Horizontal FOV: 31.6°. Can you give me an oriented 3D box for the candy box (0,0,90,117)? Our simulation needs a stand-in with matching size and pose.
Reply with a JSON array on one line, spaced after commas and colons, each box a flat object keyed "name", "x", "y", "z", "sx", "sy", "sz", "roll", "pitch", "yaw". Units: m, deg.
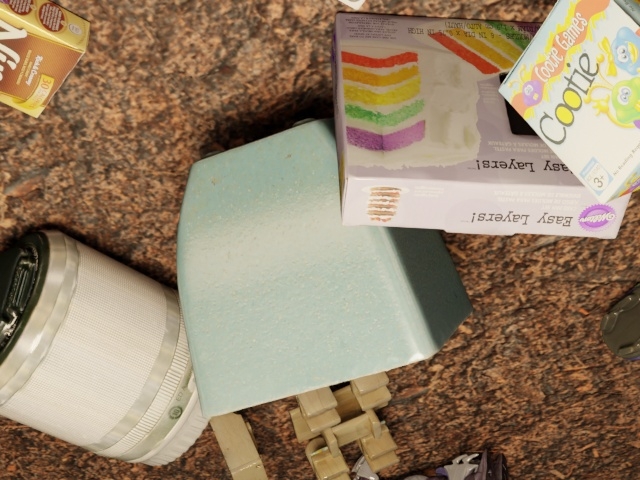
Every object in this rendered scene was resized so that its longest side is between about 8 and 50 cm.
[{"name": "candy box", "x": -0.332, "y": -0.206, "z": 1.095, "sx": 0.187, "sy": 0.053, "sz": 0.109, "roll": 24, "pitch": 132, "yaw": -27}]

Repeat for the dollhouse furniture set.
[{"name": "dollhouse furniture set", "x": -0.029, "y": 0.235, "z": 1.566, "sx": 0.242, "sy": 0.161, "sz": 0.212, "roll": -22, "pitch": 139, "yaw": -10}]

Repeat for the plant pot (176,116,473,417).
[{"name": "plant pot", "x": -0.012, "y": 0.009, "z": 1.178, "sx": 0.247, "sy": 0.248, "sz": 0.252, "roll": -18, "pitch": 91, "yaw": 18}]

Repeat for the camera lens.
[{"name": "camera lens", "x": -0.275, "y": 0.130, "z": 1.346, "sx": 0.274, "sy": 0.219, "sz": 0.219, "roll": 30, "pitch": 130, "yaw": -30}]

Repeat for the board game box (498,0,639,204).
[{"name": "board game box", "x": 0.319, "y": -0.157, "z": 0.992, "sx": 0.275, "sy": 0.142, "sz": 0.144, "roll": -19, "pitch": 152, "yaw": -38}]

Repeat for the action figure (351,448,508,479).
[{"name": "action figure", "x": 0.142, "y": 0.389, "z": 1.743, "sx": 0.285, "sy": 0.099, "sz": 0.185, "roll": -16, "pitch": 143, "yaw": 22}]

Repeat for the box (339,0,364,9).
[{"name": "box", "x": -0.042, "y": -0.333, "z": 0.916, "sx": 0.290, "sy": 0.087, "sz": 0.169, "roll": 25, "pitch": 125, "yaw": -26}]

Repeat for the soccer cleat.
[{"name": "soccer cleat", "x": 0.469, "y": 0.047, "z": 1.386, "sx": 0.121, "sy": 0.093, "sz": 0.289, "roll": -2, "pitch": 145, "yaw": -48}]

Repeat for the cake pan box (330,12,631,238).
[{"name": "cake pan box", "x": 0.145, "y": -0.113, "z": 1.062, "sx": 0.267, "sy": 0.245, "sz": 0.070, "roll": 3, "pitch": 138, "yaw": -4}]
